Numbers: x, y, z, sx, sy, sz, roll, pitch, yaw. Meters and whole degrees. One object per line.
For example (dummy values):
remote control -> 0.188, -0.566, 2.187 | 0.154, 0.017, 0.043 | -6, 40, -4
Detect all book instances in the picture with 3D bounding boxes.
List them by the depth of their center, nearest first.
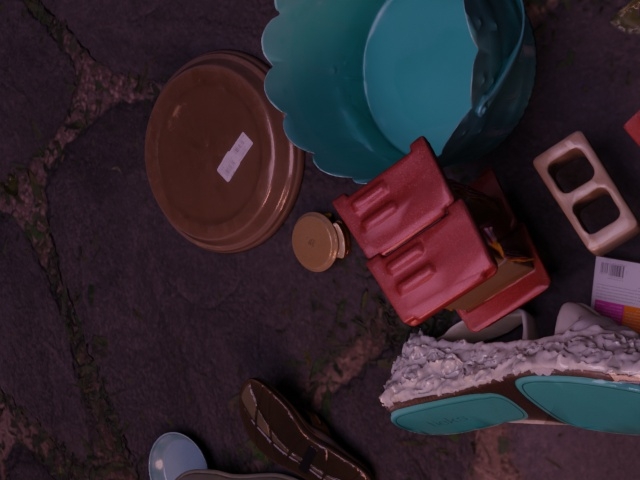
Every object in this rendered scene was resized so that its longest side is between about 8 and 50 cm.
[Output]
book -> 0.333, 0.094, 1.199 | 0.096, 0.035, 0.144 | 12, 101, 38

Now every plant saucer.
plant saucer -> -0.142, -0.120, 1.521 | 0.277, 0.041, 0.278 | 3, 96, 35
plant saucer -> -0.198, 0.333, 1.617 | 0.119, 0.021, 0.119 | 4, 97, 37

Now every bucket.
bucket -> 0.095, -0.201, 1.250 | 0.281, 0.183, 0.281 | 4, 97, 35

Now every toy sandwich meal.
toy sandwich meal -> 0.000, 0.000, 1.437 | 0.085, 0.029, 0.086 | 7, 101, 40

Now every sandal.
sandal -> -0.015, 0.257, 1.459 | 0.219, 0.060, 0.090 | 33, 120, 14

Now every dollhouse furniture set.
dollhouse furniture set -> 0.230, -0.064, 1.108 | 0.374, 0.201, 0.152 | -34, 69, 19

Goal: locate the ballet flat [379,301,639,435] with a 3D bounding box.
ballet flat -> 0.229, 0.129, 1.202 | 0.408, 0.147, 0.147 | -10, 89, 43

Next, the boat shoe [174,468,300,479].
boat shoe -> -0.092, 0.361, 1.513 | 0.227, 0.081, 0.069 | 4, 132, 25
